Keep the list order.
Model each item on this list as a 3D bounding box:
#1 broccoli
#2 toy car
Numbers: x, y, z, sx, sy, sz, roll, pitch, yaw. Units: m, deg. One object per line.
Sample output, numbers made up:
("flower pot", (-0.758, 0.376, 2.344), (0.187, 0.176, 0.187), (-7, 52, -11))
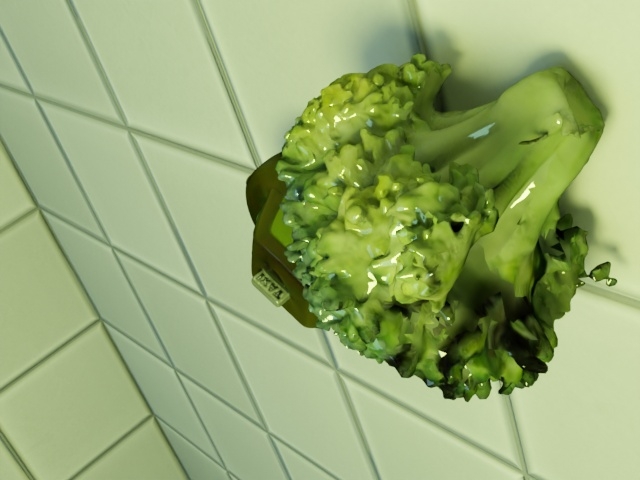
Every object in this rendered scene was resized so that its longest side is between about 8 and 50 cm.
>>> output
("broccoli", (0.132, -0.033, 0.823), (0.293, 0.347, 0.281), (24, 132, -33))
("toy car", (0.000, 0.000, 1.079), (0.248, 0.198, 0.204), (43, 153, 20))
